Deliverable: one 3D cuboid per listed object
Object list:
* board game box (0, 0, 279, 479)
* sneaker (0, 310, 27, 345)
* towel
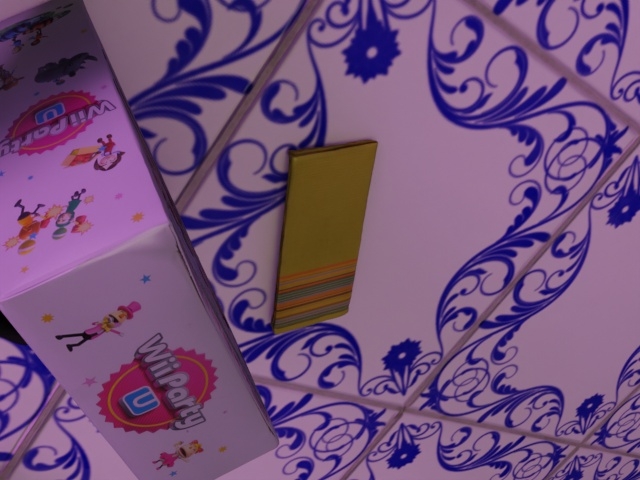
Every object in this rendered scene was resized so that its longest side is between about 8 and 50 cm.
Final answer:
[{"bbox_3d":[-0.146,-0.006,0.550,0.097,0.303,0.224,-25,134,-8],"label":"board game box"},{"bbox_3d":[-0.303,-0.025,0.559,0.130,0.147,0.330,-41,134,8],"label":"sneaker"},{"bbox_3d":[0.000,0.000,0.840,0.102,0.021,0.237,-13,131,-26],"label":"towel"}]
